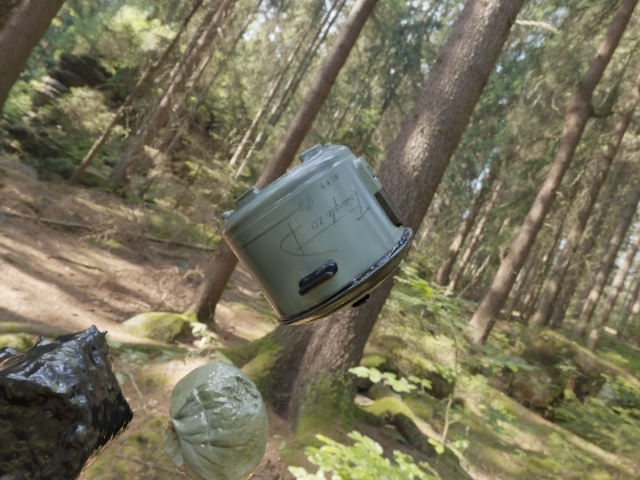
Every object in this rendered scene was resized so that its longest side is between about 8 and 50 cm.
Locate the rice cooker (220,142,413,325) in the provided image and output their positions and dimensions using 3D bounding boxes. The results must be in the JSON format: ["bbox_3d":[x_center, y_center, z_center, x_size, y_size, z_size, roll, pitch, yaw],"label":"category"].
[{"bbox_3d":[0.000,0.000,0.656,0.227,0.241,0.280,56,12,-5],"label":"rice cooker"}]

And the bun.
[{"bbox_3d":[-0.202,0.326,0.789,0.220,0.221,0.134,23,13,36],"label":"bun"}]

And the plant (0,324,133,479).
[{"bbox_3d":[-0.377,0.233,0.633,0.199,0.188,0.276,70,-16,-5],"label":"plant"}]
